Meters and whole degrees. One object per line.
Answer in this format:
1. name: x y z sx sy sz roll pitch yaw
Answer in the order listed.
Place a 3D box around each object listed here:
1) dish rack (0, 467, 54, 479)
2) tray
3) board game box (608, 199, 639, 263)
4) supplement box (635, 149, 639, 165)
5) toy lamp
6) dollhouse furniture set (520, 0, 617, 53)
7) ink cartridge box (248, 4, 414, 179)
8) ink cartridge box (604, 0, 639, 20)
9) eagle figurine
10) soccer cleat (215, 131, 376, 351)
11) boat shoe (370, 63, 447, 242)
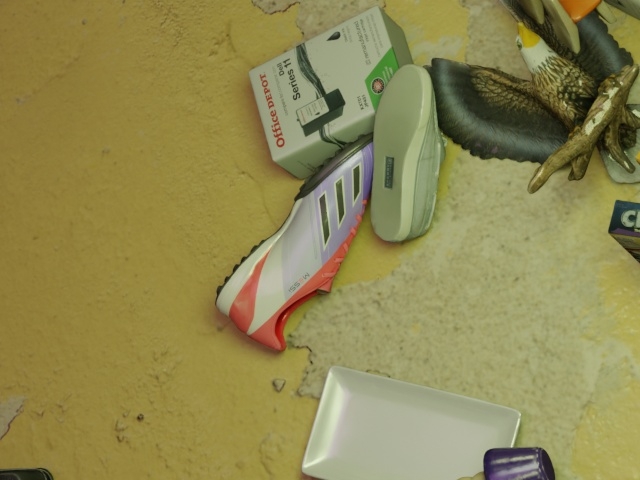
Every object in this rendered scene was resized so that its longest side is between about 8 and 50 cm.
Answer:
1. dish rack: -0.478 0.448 2.167 0.208 0.074 0.272 -7 73 26
2. tray: 0.113 0.252 1.949 0.270 0.030 0.145 11 79 29
3. board game box: 0.464 0.013 1.767 0.243 0.165 0.042 10 79 29
4. supplement box: 0.482 -0.120 1.783 0.129 0.191 0.194 29 88 32
5. toy lamp: 0.142 0.304 1.856 0.274 0.080 0.080 -22 65 22
6. dollhouse furniture set: 0.360 -0.335 1.757 0.262 0.135 0.259 -39 44 1
7. ink cartridge box: 0.023 -0.195 2.103 0.208 0.087 0.153 -26 64 19
8. ink cartridge box: 0.395 -0.403 1.961 0.283 0.117 0.207 36 92 31
9. eagle figurine: 0.282 -0.196 1.942 0.226 0.225 0.298 -13 25 -18
10. soccer cleat: 0.000 0.000 2.054 0.116 0.108 0.318 42 96 15
11. boat shoe: 0.118 -0.111 2.004 0.079 0.081 0.228 18 106 44
